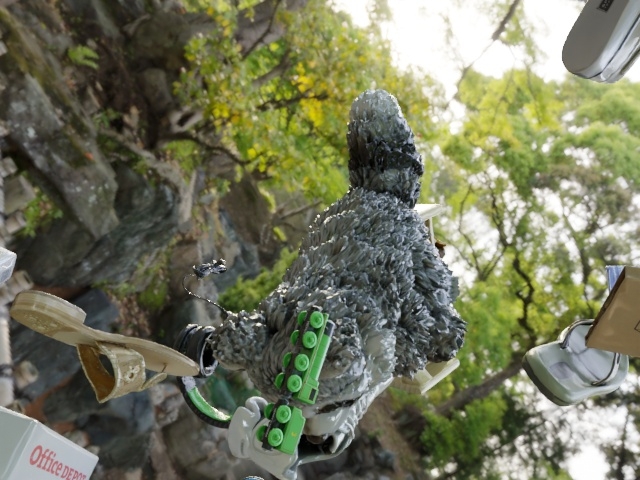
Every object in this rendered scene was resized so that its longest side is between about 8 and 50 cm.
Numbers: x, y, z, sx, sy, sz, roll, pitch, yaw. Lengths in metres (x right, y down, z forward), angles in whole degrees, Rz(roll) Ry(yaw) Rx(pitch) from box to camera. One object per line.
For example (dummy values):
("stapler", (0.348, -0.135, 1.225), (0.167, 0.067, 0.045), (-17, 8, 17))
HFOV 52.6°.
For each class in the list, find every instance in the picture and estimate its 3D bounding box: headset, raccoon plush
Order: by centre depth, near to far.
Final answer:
("raccoon plush", (0.000, 0.000, 0.763), (0.299, 0.216, 0.446), (19, 53, -58))
("headset", (-0.233, 0.246, 1.561), (0.185, 0.243, 0.394), (-18, 92, -71))

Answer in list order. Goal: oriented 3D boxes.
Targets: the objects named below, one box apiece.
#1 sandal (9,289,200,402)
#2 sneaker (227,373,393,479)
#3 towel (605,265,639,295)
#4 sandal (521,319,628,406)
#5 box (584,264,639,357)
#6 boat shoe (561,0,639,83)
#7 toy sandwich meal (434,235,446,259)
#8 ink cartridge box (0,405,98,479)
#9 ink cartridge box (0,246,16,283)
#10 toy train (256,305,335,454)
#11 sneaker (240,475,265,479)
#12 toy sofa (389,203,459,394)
("sandal", (-0.251, 0.145, 0.745), (0.240, 0.088, 0.079), (36, 50, -36))
("sneaker", (0.016, 0.245, 0.918), (0.118, 0.292, 0.110), (21, -57, 43))
("towel", (0.764, 0.106, 1.305), (0.243, 0.336, 0.040), (-59, 140, -55))
("sandal", (0.415, 0.176, 0.997), (0.120, 0.086, 0.303), (45, 30, 26))
("box", (0.449, 0.102, 0.790), (0.164, 0.201, 0.021), (87, 17, -51))
("boat shoe", (0.405, -0.313, 0.784), (0.267, 0.088, 0.096), (-66, -149, 25))
("toy sandwich meal", (0.247, 0.011, 1.465), (0.085, 0.085, 0.029), (60, -32, 30))
("ink cartridge box", (-0.452, 0.400, 0.776), (0.279, 0.160, 0.385), (95, 12, -62))
("ink cartridge box", (-0.743, -0.002, 1.114), (0.371, 0.069, 0.176), (28, 22, -2))
("toy train", (-0.011, 0.077, 0.358), (0.023, 0.083, 0.017), (32, -23, -30))
("sneaker", (-0.144, 0.702, 1.411), (0.140, 0.125, 0.341), (102, -10, -60))
("toy sofa", (0.152, 0.108, 1.300), (0.177, 0.150, 0.362), (3, -72, 43))
